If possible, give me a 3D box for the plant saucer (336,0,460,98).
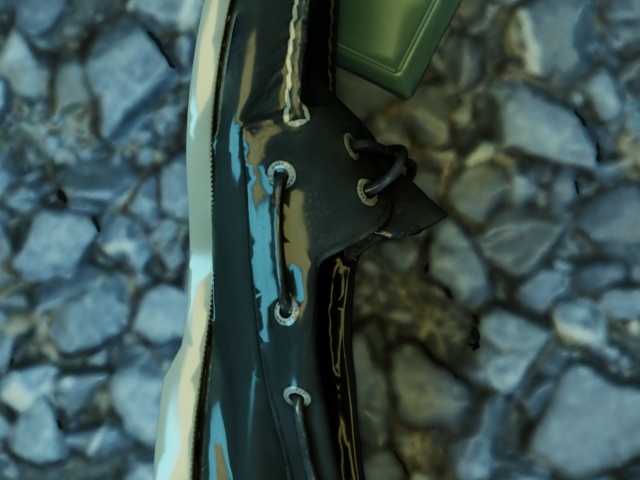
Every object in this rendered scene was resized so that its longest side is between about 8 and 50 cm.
[{"bbox_3d":[-0.025,-0.143,0.619,0.192,0.018,0.067,28,94,10],"label":"plant saucer"}]

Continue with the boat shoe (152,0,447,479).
[{"bbox_3d":[-0.001,0.001,0.554,0.113,0.127,0.339,8,91,11],"label":"boat shoe"}]
